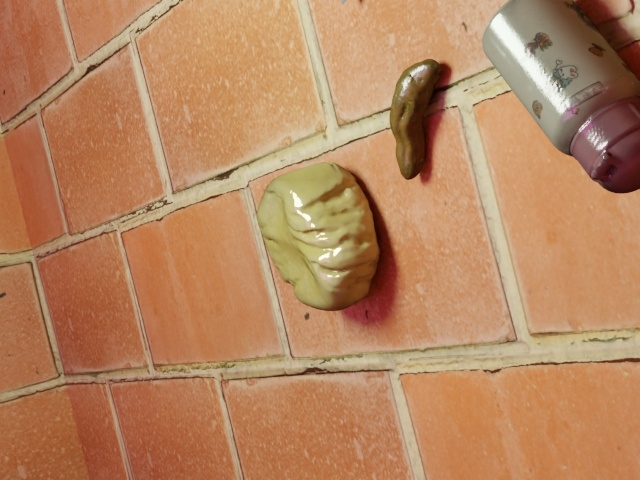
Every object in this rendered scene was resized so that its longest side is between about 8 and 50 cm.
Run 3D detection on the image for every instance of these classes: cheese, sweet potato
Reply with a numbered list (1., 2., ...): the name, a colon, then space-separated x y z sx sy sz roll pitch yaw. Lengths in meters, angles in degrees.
1. cheese: 0.000 0.000 1.914 0.214 0.117 0.226 64 155 13
2. sweet potato: 0.115 -0.158 1.687 0.053 0.054 0.182 -122 30 -47

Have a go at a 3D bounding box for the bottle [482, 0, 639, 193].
1. bottle: 0.270 -0.151 1.352 0.233 0.110 0.110 58 147 28

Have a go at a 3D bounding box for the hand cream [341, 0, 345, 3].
1. hand cream: 0.013 -0.408 1.766 0.065 0.043 0.170 -39 69 45
